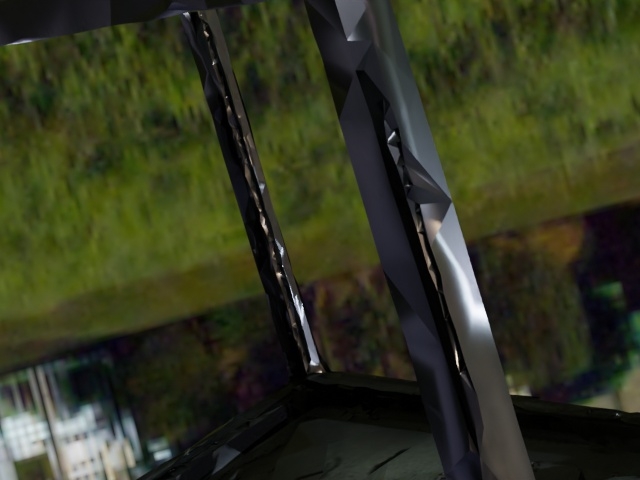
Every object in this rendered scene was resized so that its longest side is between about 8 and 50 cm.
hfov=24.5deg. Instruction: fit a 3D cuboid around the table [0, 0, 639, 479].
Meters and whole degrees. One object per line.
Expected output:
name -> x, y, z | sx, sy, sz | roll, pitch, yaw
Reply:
table -> 0.000, 0.000, 0.508 | 0.222, 0.272, 0.335 | -30, -160, -37
